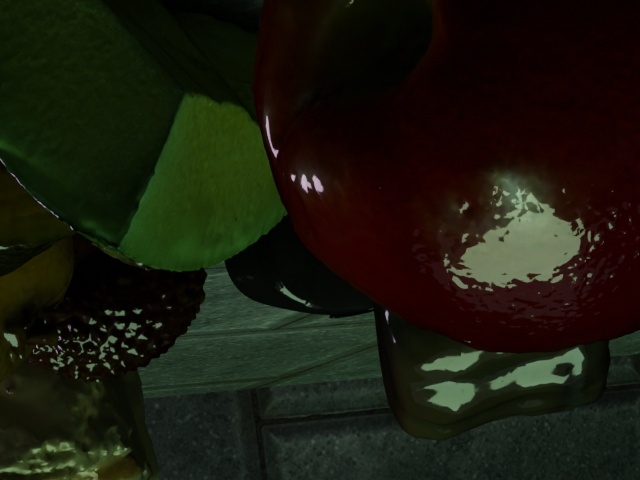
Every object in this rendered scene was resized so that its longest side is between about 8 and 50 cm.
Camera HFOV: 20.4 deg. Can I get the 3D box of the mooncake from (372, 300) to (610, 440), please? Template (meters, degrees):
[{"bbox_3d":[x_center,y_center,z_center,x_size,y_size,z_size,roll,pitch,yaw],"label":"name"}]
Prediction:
[{"bbox_3d":[0.113,-0.001,1.293,0.161,0.290,0.290,-8,170,0],"label":"mooncake"}]

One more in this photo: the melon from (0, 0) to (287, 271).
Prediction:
[{"bbox_3d":[-0.082,-0.077,1.108,0.124,0.196,0.323,-40,163,20],"label":"melon"}]

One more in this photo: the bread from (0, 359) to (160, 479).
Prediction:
[{"bbox_3d":[-0.379,0.154,1.765,0.390,0.279,0.371,-12,169,-3],"label":"bread"}]

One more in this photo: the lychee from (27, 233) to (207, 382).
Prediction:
[{"bbox_3d":[-0.187,0.035,1.535,0.188,0.188,0.188,-8,170,-1],"label":"lychee"}]

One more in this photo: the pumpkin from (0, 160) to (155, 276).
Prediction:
[{"bbox_3d":[-0.196,-0.026,1.175,0.248,0.126,0.131,19,158,-29],"label":"pumpkin"}]

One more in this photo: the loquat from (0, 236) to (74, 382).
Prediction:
[{"bbox_3d":[-0.282,0.019,1.307,0.208,0.208,0.208,-8,170,-1],"label":"loquat"}]

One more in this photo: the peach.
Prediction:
[{"bbox_3d":[0.132,-0.085,0.899,0.281,0.281,0.338,-16,167,40],"label":"peach"}]

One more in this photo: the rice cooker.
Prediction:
[{"bbox_3d":[0.001,0.000,1.626,0.118,0.142,0.203,0,178,44],"label":"rice cooker"}]
